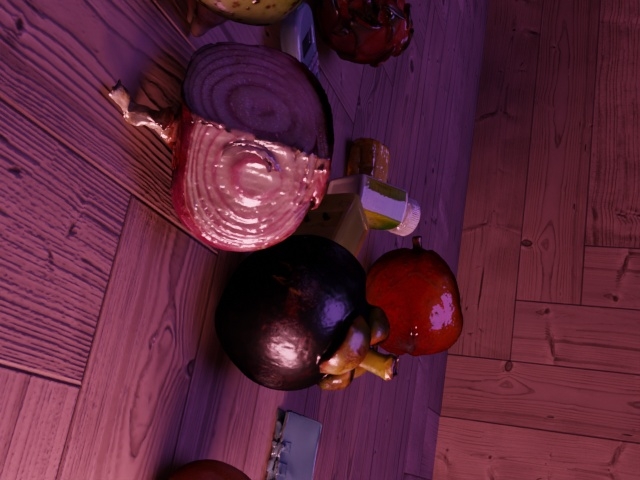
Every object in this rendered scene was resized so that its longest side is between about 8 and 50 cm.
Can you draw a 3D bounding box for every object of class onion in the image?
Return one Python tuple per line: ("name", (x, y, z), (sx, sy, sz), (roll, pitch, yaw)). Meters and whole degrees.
("onion", (-0.107, -0.119, 1.024), (0.256, 0.273, 0.230), (-55, 169, -44))

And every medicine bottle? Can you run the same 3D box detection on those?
("medicine bottle", (0.121, -0.075, 1.616), (0.189, 0.132, 0.088), (18, 77, -32))

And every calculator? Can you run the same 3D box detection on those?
("calculator", (-0.034, -0.329, 1.368), (0.185, 0.042, 0.298), (-76, 161, -58))

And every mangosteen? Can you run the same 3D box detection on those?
("mangosteen", (-0.008, 0.132, 1.184), (0.275, 0.302, 0.275), (-52, 163, -23))

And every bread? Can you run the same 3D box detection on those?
("bread", (0.107, -0.134, 1.747), (0.114, 0.084, 0.210), (16, 78, -63))

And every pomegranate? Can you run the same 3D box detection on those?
("pomegranate", (-0.113, -0.366, 0.987), (0.248, 0.214, 0.214), (-46, -166, 45))

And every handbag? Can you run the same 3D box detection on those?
("handbag", (-0.062, 0.447, 1.438), (0.144, 0.057, 0.221), (49, 48, -56))

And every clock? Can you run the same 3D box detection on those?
("clock", (0.000, 0.000, 1.404), (0.202, 0.144, 0.096), (-63, 141, -46))

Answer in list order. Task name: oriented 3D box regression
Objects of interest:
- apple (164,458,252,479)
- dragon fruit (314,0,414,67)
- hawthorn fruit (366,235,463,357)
("apple", (-0.151, 0.416, 1.045), (0.201, 0.162, 0.201), (5, 90, -68))
("dragon fruit", (0.080, -0.459, 1.493), (0.274, 0.193, 0.192), (30, 58, -40))
("hawthorn fruit", (0.232, 0.142, 1.878), (0.265, 0.266, 0.306), (5, 83, -69))
